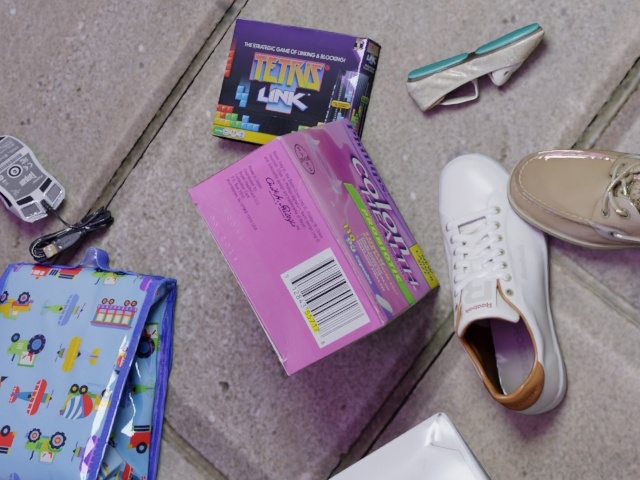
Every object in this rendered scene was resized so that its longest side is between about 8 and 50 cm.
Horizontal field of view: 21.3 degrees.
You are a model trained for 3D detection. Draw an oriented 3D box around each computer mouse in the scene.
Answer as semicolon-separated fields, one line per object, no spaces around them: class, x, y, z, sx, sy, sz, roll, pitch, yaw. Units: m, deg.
computer mouse;-0.344;-0.055;2.052;0.106;0.042;0.193;-38;62;-13

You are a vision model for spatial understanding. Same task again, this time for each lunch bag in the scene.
lunch bag;-0.295;0.148;1.980;0.221;0.138;0.293;4;77;27

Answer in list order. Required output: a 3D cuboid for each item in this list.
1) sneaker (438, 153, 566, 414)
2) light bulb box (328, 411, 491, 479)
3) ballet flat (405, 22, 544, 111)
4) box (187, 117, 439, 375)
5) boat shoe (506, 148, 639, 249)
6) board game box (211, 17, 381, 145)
sneaker;0.183;0.037;1.773;0.106;0.123;0.290;-23;74;22
light bulb box;0.060;0.395;1.596;0.358;0.361;0.225;-31;57;2
ballet flat;0.174;-0.185;1.846;0.168;0.057;0.052;-19;105;24
box;0.000;0.000;1.765;0.117;0.243;0.214;-29;89;18
boat shoe;0.330;-0.043;1.714;0.302;0.098;0.109;16;74;22
board game box;-0.028;-0.170;1.928;0.170;0.048;0.141;11;90;24
